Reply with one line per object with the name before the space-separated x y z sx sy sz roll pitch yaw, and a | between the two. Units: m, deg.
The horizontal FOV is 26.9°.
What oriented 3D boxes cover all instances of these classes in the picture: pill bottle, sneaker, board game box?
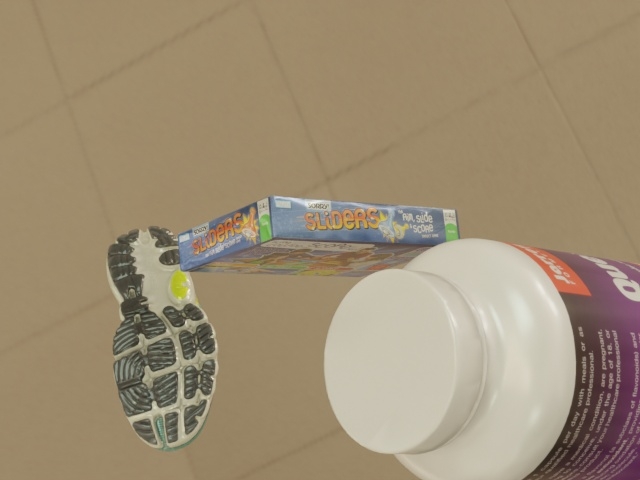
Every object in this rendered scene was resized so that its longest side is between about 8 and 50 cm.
pill bottle | 0.161 0.096 1.001 0.181 0.323 0.182 -9 78 45
sneaker | -0.155 0.106 1.391 0.107 0.110 0.275 -13 46 1
board game box | 0.000 0.000 1.132 0.136 0.201 0.035 -19 73 48
